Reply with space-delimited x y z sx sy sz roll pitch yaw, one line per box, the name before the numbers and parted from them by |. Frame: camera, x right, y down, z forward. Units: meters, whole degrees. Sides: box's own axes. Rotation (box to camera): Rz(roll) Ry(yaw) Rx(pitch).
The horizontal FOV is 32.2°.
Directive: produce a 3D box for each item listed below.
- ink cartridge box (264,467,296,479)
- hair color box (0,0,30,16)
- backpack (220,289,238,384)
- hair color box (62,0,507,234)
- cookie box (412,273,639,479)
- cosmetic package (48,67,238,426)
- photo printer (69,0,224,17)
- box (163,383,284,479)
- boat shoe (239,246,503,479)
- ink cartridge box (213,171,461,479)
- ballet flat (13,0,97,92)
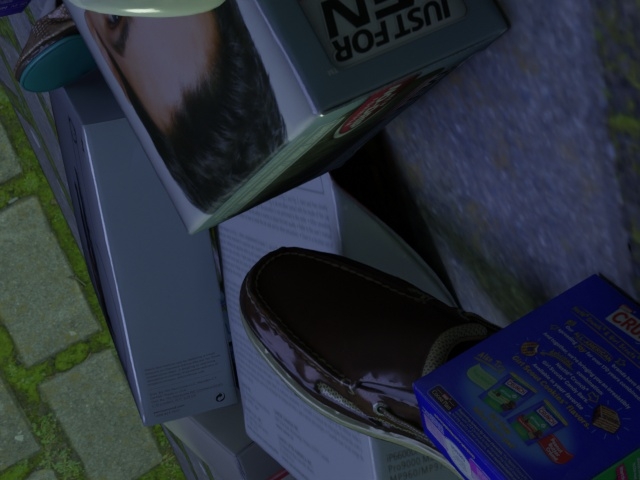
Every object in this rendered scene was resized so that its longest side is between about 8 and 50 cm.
ink cartridge box | -0.037 0.346 1.293 0.092 0.159 0.218 52 162 22
hair color box | -0.261 -0.306 0.844 0.339 0.110 0.185 -20 90 58
backpack | -0.131 0.118 1.348 0.105 0.084 0.114 11 124 67
hair color box | -0.082 -0.209 0.555 0.374 0.114 0.185 61 152 3
cookie box | 0.111 0.075 0.490 0.092 0.107 0.040 46 159 46
cosmetic package | -0.188 -0.035 1.089 0.377 0.098 0.284 -134 36 -63
photo printer | -0.093 -0.264 0.359 0.256 0.107 0.307 35 123 30
box | -0.138 0.223 1.446 0.275 0.094 0.113 31 148 44
boat shoe | 0.065 0.066 0.587 0.257 0.095 0.095 29 153 18
ink cartridge box | 0.000 0.000 0.822 0.308 0.091 0.384 -162 63 -68
ballet flat | -0.187 -0.193 0.922 0.206 0.073 0.067 -25 74 33
